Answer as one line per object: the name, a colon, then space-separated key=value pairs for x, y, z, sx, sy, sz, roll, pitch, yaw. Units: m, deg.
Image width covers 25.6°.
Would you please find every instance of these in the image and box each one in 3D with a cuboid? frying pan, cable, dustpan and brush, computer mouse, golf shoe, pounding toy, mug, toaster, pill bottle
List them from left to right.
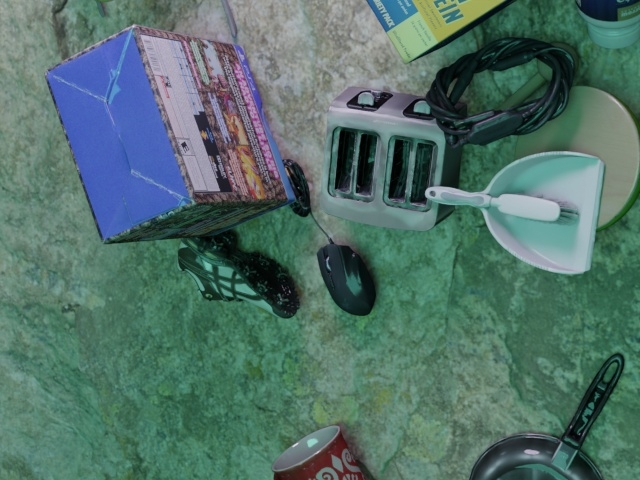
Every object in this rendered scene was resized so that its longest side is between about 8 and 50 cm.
golf shoe: x=-0.117 y=0.057 z=1.982 sx=0.198 sy=0.077 sz=0.094 roll=39 pitch=124 yaw=13
computer mouse: x=0.000 y=0.000 z=1.924 sx=0.242 sy=0.041 sz=0.071 roll=59 pitch=146 yaw=-2
mug: x=0.017 y=0.362 z=2.007 sx=0.113 sy=0.150 sz=0.169 roll=-33 pitch=97 yaw=-13
toaster: x=0.092 y=-0.101 z=1.843 sx=0.168 sy=0.110 sz=0.186 roll=11 pitch=107 yaw=17
cable: x=0.224 y=-0.188 z=1.740 sx=0.184 sy=0.150 sz=0.047 roll=-25 pitch=135 yaw=8
dustpan and brush: x=0.231 y=-0.044 z=1.733 sx=0.211 sy=0.060 sz=0.147 roll=11 pitch=98 yaw=34
frying pan: x=0.338 y=0.322 z=1.904 sx=0.326 sy=0.053 sz=0.197 roll=-41 pitch=89 yaw=26
pounding toy: x=0.333 y=-0.117 z=1.775 sx=0.183 sy=0.110 sz=0.237 roll=-52 pitch=57 yaw=29
pill bottle: x=0.348 y=-0.312 z=1.674 sx=0.094 sy=0.094 sz=0.169 roll=5 pitch=144 yaw=18

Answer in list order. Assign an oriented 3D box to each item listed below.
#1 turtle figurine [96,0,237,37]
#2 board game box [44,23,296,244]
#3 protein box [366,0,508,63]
turtle figurine: x=-0.245 y=-0.430 z=1.880 sx=0.198 sy=0.274 sz=0.266 roll=9 pitch=87 yaw=39
board game box: x=-0.185 y=-0.130 z=1.810 sx=0.141 sy=0.291 sz=0.232 roll=-22 pitch=83 yaw=23
protein box: x=0.173 y=-0.331 z=1.705 sx=0.200 sy=0.201 sz=0.136 roll=-31 pitch=92 yaw=23
